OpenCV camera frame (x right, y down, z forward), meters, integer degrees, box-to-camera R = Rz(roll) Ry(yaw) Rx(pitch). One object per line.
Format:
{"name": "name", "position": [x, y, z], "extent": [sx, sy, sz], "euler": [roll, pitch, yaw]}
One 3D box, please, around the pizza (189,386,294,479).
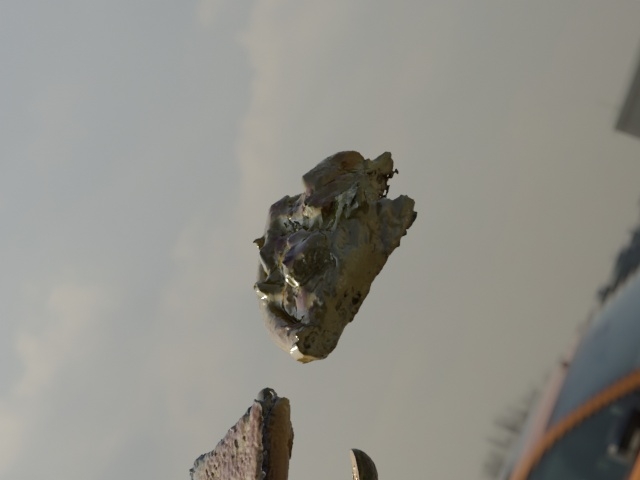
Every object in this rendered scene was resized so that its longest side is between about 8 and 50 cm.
{"name": "pizza", "position": [-0.073, 0.227, 1.855], "extent": [0.195, 0.052, 0.185], "euler": [0, 78, 66]}

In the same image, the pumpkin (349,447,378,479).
{"name": "pumpkin", "position": [0.051, 0.268, 2.240], "extent": [0.083, 0.028, 0.050], "euler": [93, 165, -50]}

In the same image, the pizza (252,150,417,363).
{"name": "pizza", "position": [0.000, 0.000, 2.145], "extent": [0.223, 0.089, 0.323], "euler": [-51, 21, 14]}
